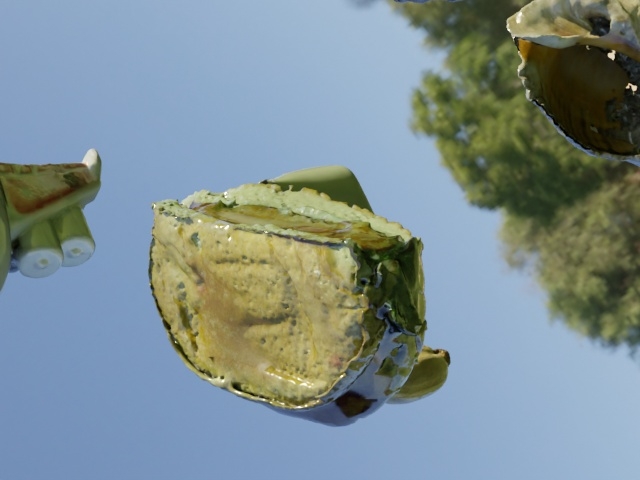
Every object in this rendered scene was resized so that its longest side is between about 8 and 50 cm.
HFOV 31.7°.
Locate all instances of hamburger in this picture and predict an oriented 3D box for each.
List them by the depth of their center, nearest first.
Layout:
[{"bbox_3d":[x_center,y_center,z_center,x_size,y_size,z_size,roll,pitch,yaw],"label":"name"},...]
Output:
[{"bbox_3d":[-0.030,0.068,1.041,0.132,0.309,0.211,-19,-65,-51],"label":"hamburger"}]

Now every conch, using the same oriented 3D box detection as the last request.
[{"bbox_3d":[0.281,-0.159,1.043,0.245,0.163,0.178,7,-114,-18],"label":"conch"}]

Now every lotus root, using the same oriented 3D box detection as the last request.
[{"bbox_3d":[0.091,0.153,1.283,0.150,0.062,0.073,-9,-146,-39],"label":"lotus root"}]

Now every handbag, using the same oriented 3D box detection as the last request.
[{"bbox_3d":[0.000,0.000,1.721,0.241,0.109,0.315,62,-160,-3],"label":"handbag"}]

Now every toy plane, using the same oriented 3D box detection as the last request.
[{"bbox_3d":[-0.256,-0.047,0.709,0.252,0.118,0.252,23,-142,-19],"label":"toy plane"}]

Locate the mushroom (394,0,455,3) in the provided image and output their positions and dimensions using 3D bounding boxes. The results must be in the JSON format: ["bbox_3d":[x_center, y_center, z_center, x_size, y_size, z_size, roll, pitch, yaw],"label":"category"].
[{"bbox_3d":[0.142,-0.361,1.344,0.253,0.253,0.153,-50,-40,-70],"label":"mushroom"}]
